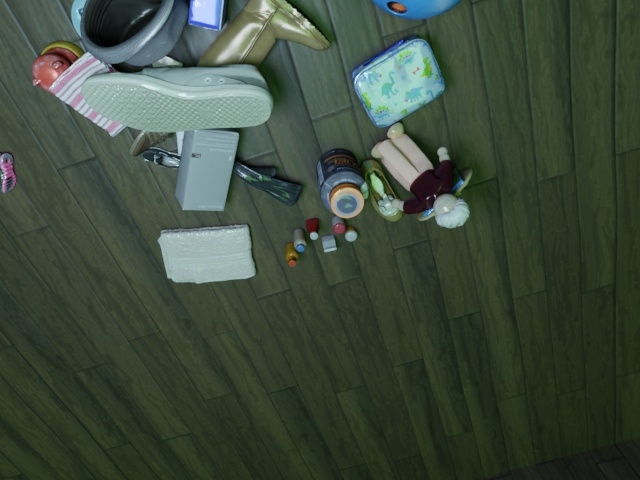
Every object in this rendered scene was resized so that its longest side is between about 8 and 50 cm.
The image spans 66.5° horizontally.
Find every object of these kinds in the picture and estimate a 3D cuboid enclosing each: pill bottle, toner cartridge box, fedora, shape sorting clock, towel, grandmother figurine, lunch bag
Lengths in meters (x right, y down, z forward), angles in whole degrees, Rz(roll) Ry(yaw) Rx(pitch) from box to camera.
[{"bbox_3d":[0.060,-0.153,1.339,0.131,0.245,0.130,-2,120,-4],"label":"pill bottle"},{"bbox_3d":[-0.229,-0.660,1.072,0.075,0.165,0.347,9,119,-10],"label":"toner cartridge box"},{"bbox_3d":[-0.383,-0.487,1.060,0.275,0.243,0.124,-43,157,10],"label":"fedora"},{"bbox_3d":[0.357,-0.132,1.402,0.040,0.206,0.206,41,109,-11],"label":"shape sorting clock"},{"bbox_3d":[-0.537,-0.354,1.204,0.144,0.029,0.197,-37,141,9],"label":"towel"},{"bbox_3d":[0.269,-0.157,1.305,0.104,0.342,0.207,4,130,-45],"label":"grandmother figurine"},{"bbox_3d":[-0.353,0.043,1.529,0.282,0.049,0.187,-5,121,-2],"label":"towel"},{"bbox_3d":[0.203,-0.422,1.287,0.219,0.090,0.176,-29,119,12],"label":"lunch bag"}]

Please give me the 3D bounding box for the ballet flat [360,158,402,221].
[{"bbox_3d":[0.183,-0.134,1.459,0.080,0.073,0.232,-29,118,12],"label":"ballet flat"}]

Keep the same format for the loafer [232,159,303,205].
[{"bbox_3d":[-0.156,-0.181,1.408,0.223,0.076,0.078,28,100,-17],"label":"loafer"}]

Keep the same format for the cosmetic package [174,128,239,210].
[{"bbox_3d":[-0.316,-0.204,1.344,0.127,0.107,0.237,-2,121,-30],"label":"cosmetic package"}]

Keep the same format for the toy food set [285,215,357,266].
[{"bbox_3d":[0.000,0.000,1.501,0.232,0.104,0.111,-11,120,2],"label":"toy food set"}]

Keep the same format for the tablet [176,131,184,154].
[{"bbox_3d":[-0.374,-0.280,1.367,0.054,0.006,0.083,1,119,-5],"label":"tablet"}]

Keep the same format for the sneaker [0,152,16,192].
[{"bbox_3d":[-0.888,-0.191,1.358,0.057,0.047,0.119,16,115,5],"label":"sneaker"}]

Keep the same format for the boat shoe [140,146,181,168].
[{"bbox_3d":[-0.445,-0.228,1.371,0.125,0.038,0.046,13,125,-11],"label":"boat shoe"}]

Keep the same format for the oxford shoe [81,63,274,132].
[{"bbox_3d":[-0.337,-0.357,1.183,0.450,0.130,0.169,-1,153,-2],"label":"oxford shoe"}]

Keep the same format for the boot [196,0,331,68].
[{"bbox_3d":[-0.142,-0.475,1.237,0.236,0.089,0.269,36,114,-18],"label":"boot"}]

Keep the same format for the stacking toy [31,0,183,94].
[{"bbox_3d":[-0.523,-0.430,1.198,0.309,0.130,0.279,-42,114,18],"label":"stacking toy"}]

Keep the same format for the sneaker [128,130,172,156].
[{"bbox_3d":[-0.445,-0.287,1.321,0.071,0.066,0.188,38,110,-20],"label":"sneaker"}]

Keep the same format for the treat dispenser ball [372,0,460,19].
[{"bbox_3d":[0.215,-0.634,1.053,0.288,0.288,0.288,-2,120,-4],"label":"treat dispenser ball"}]
